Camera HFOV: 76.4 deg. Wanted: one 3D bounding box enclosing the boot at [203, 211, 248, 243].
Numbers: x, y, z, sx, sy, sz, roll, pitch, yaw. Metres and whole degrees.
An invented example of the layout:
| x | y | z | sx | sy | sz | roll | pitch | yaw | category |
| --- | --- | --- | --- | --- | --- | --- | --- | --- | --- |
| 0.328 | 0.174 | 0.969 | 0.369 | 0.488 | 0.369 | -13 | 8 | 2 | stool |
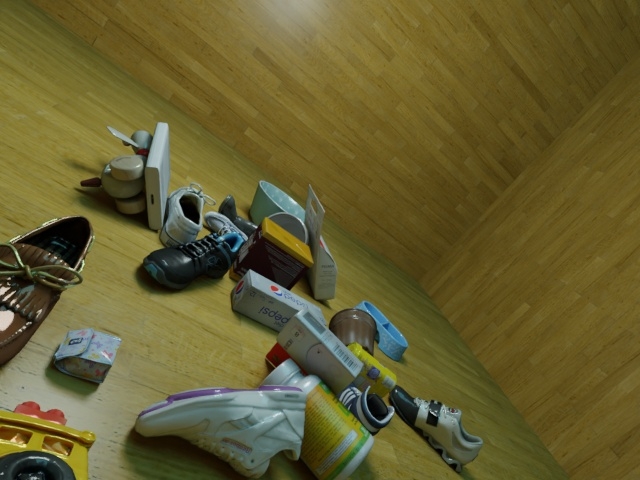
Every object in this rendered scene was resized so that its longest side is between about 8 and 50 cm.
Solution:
| x | y | z | sx | sy | sz | roll | pitch | yaw | category |
| --- | --- | --- | --- | --- | --- | --- | --- | --- | --- |
| -0.331 | -0.028 | 1.449 | 0.190 | 0.069 | 0.086 | 36 | 11 | -26 | boot |

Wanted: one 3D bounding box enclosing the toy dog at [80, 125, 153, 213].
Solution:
| x | y | z | sx | sy | sz | roll | pitch | yaw | category |
| --- | --- | --- | --- | --- | --- | --- | --- | --- | --- |
| -0.580 | -0.213 | 1.179 | 0.160 | 0.220 | 0.334 | 2 | 19 | -16 | toy dog |

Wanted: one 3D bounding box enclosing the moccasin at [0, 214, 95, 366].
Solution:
| x | y | z | sx | sy | sz | roll | pitch | yaw | category |
| --- | --- | --- | --- | --- | --- | --- | --- | --- | --- |
| -0.459 | 0.059 | 0.641 | 0.139 | 0.147 | 0.380 | 37 | 14 | -15 | moccasin |

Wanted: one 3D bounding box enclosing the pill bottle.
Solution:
| x | y | z | sx | sy | sz | roll | pitch | yaw | category |
| --- | --- | --- | --- | --- | --- | --- | --- | --- | --- |
| -0.018 | 0.376 | 0.861 | 0.245 | 0.136 | 0.136 | 44 | 14 | 15 | pill bottle |

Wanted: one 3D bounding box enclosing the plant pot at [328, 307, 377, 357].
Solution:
| x | y | z | sx | sy | sz | roll | pitch | yaw | category |
| --- | --- | --- | --- | --- | --- | --- | --- | --- | --- |
| 0.105 | 0.335 | 1.326 | 0.167 | 0.167 | 0.165 | 38 | 21 | -12 | plant pot |

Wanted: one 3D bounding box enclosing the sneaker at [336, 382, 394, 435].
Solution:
| x | y | z | sx | sy | sz | roll | pitch | yaw | category |
| --- | --- | --- | --- | --- | --- | --- | --- | --- | --- |
| 0.104 | 0.415 | 1.040 | 0.099 | 0.153 | 0.282 | 40 | 13 | -3 | sneaker |

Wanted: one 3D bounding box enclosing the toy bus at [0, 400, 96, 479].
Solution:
| x | y | z | sx | sy | sz | roll | pitch | yaw | category |
| --- | --- | --- | --- | --- | --- | --- | --- | --- | --- |
| -0.352 | 0.238 | 0.410 | 0.220 | 0.149 | 0.211 | 31 | 3 | -26 | toy bus |

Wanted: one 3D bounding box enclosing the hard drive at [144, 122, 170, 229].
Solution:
| x | y | z | sx | sy | sz | roll | pitch | yaw | category |
| --- | --- | --- | --- | --- | --- | --- | --- | --- | --- |
| -0.491 | -0.204 | 1.239 | 0.040 | 0.203 | 0.308 | 1 | 37 | -16 | hard drive |

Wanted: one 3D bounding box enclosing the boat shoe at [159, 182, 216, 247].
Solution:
| x | y | z | sx | sy | sz | roll | pitch | yaw | category |
| --- | --- | --- | --- | --- | --- | --- | --- | --- | --- |
| -0.416 | -0.111 | 1.295 | 0.135 | 0.156 | 0.367 | 35 | 15 | -24 | boat shoe |

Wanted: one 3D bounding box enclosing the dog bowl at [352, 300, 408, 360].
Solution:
| x | y | z | sx | sy | sz | roll | pitch | yaw | category |
| --- | --- | --- | --- | --- | --- | --- | --- | --- | --- |
| 0.256 | 0.380 | 1.757 | 0.297 | 0.074 | 0.166 | 46 | 14 | 23 | dog bowl |

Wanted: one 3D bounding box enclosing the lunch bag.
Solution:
| x | y | z | sx | sy | sz | roll | pitch | yaw | category |
| --- | --- | --- | --- | --- | --- | --- | --- | --- | --- |
| -0.381 | 0.184 | 0.666 | 0.083 | 0.053 | 0.071 | 25 | 17 | -21 | lunch bag |

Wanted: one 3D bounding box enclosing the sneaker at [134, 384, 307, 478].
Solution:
| x | y | z | sx | sy | sz | roll | pitch | yaw | category |
| --- | --- | --- | --- | --- | --- | --- | --- | --- | --- |
| -0.152 | 0.327 | 0.691 | 0.305 | 0.114 | 0.152 | 11 | 67 | -31 | sneaker |

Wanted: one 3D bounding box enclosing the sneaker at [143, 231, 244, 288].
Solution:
| x | y | z | sx | sy | sz | roll | pitch | yaw | category |
| --- | --- | --- | --- | --- | --- | --- | --- | --- | --- |
| -0.332 | 0.033 | 1.098 | 0.125 | 0.140 | 0.341 | 44 | 15 | 8 | sneaker |

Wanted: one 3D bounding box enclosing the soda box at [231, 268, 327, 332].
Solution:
| x | y | z | sx | sy | sz | roll | pitch | yaw | category |
| --- | --- | --- | --- | --- | --- | --- | --- | --- | --- |
| -0.122 | 0.204 | 1.217 | 0.286 | 0.098 | 0.091 | 33 | 16 | -29 | soda box |

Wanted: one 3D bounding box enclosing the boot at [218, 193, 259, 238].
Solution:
| x | y | z | sx | sy | sz | roll | pitch | yaw | category |
| --- | --- | --- | --- | --- | --- | --- | --- | --- | --- |
| -0.277 | -0.063 | 1.508 | 0.208 | 0.076 | 0.190 | 34 | -30 | 2 | boot |

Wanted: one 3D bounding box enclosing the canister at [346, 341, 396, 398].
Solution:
| x | y | z | sx | sy | sz | roll | pitch | yaw | category |
| --- | --- | --- | --- | --- | --- | --- | --- | --- | --- |
| 0.128 | 0.401 | 1.219 | 0.170 | 0.126 | 0.073 | 40 | 17 | -12 | canister |

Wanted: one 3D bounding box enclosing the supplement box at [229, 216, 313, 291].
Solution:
| x | y | z | sx | sy | sz | roll | pitch | yaw | category |
| --- | --- | --- | --- | --- | --- | --- | --- | --- | --- |
| -0.162 | 0.068 | 1.336 | 0.191 | 0.194 | 0.129 | 35 | 14 | -22 | supplement box |

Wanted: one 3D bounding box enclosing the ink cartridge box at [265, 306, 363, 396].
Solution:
| x | y | z | sx | sy | sz | roll | pitch | yaw | category |
| --- | --- | --- | --- | --- | --- | --- | --- | --- | --- |
| -0.034 | 0.292 | 0.951 | 0.189 | 0.232 | 0.066 | 43 | 32 | 10 | ink cartridge box |

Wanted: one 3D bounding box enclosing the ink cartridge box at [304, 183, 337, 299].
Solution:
| x | y | z | sx | sy | sz | roll | pitch | yaw | category |
| --- | --- | --- | --- | --- | --- | --- | --- | --- | --- |
| 0.000 | 0.000 | 1.666 | 0.091 | 0.385 | 0.308 | 0 | 27 | -14 | ink cartridge box |

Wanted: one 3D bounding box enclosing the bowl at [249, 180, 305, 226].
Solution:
| x | y | z | sx | sy | sz | roll | pitch | yaw | category |
| --- | --- | --- | --- | --- | --- | --- | --- | --- | --- |
| -0.205 | -0.117 | 1.890 | 0.311 | 0.163 | 0.311 | 38 | 14 | -11 | bowl |

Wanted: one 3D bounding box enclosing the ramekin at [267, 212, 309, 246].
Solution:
| x | y | z | sx | sy | sz | roll | pitch | yaw | category |
| --- | --- | --- | --- | --- | --- | --- | --- | --- | --- |
| -0.140 | -0.003 | 1.634 | 0.207 | 0.207 | 0.109 | 44 | 4 | 14 | ramekin |

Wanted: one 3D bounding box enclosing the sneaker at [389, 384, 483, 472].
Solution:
| x | y | z | sx | sy | sz | roll | pitch | yaw | category |
| --- | --- | --- | --- | --- | --- | --- | --- | --- | --- |
| 0.376 | 0.571 | 1.324 | 0.330 | 0.146 | 0.122 | 41 | 15 | 10 | sneaker |
